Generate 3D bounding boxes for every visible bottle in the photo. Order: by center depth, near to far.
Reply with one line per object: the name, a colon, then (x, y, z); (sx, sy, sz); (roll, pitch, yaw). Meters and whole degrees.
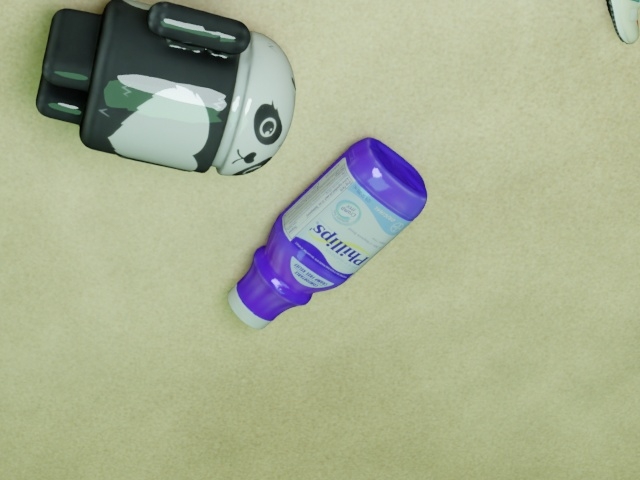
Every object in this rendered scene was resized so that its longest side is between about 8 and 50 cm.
bottle: (0.000, 0.000, 1.665); (0.118, 0.092, 0.283); (36, 115, -27)

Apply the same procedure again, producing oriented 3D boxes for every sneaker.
sneaker: (0.354, -0.295, 1.510); (0.075, 0.057, 0.161); (-13, 123, 11)

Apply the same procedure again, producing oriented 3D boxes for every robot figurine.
robot figurine: (-0.166, -0.165, 1.483); (0.278, 0.209, 0.173); (12, 93, -12)
